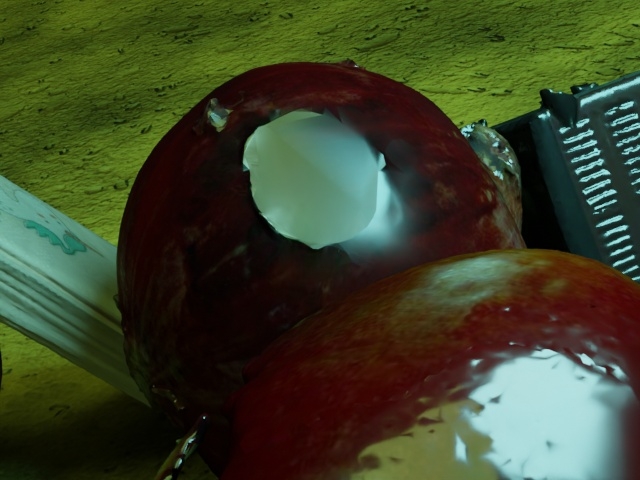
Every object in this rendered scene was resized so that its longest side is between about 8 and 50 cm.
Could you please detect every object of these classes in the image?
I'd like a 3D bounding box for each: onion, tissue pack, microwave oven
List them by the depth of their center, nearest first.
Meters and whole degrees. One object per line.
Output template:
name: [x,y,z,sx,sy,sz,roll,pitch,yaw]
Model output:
onion: [-0.001,0.024,1.212,0.341,0.341,0.341,-12,26,6]
microwave oven: [0.221,-0.039,1.330,0.188,0.178,0.247,-18,1,-11]
tissue pack: [-0.205,0.039,1.358,0.071,0.325,0.170,-52,25,9]

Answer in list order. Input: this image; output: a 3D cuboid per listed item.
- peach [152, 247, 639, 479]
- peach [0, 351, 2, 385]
peach: [0.099,0.182,0.847,0.310,0.335,0.406,-12,22,29]
peach: [-0.387,0.134,1.329,0.275,0.248,0.245,-47,61,-1]
